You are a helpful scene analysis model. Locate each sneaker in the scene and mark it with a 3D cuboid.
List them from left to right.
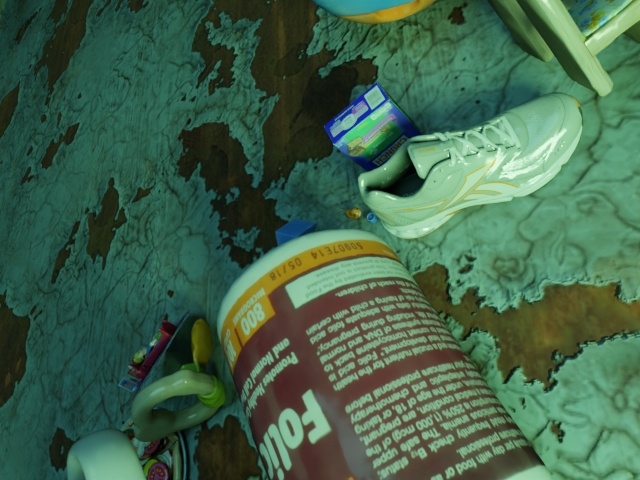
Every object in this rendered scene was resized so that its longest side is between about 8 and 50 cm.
[{"bbox_3d":[0.162,-0.090,0.572,0.262,0.121,0.099,-31,57,24],"label":"sneaker"}]

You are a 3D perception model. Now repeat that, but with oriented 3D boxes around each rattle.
[{"bbox_3d":[-0.246,0.224,0.745,0.199,0.130,0.143,-38,64,16],"label":"rattle"}]

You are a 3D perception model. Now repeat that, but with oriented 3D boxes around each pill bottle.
[{"bbox_3d":[0.063,0.195,0.464,0.224,0.224,0.392,-43,51,16],"label":"pill bottle"}]

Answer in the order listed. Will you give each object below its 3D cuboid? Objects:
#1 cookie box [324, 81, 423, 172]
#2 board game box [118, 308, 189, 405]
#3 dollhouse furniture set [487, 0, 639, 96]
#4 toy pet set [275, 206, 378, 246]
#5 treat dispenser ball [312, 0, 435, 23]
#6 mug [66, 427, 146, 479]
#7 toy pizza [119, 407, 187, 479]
[{"bbox_3d":[0.074,-0.144,0.669,0.091,0.107,0.040,-36,55,21],"label":"cookie box"},{"bbox_3d":[-0.265,0.171,0.783,0.133,0.033,0.169,-43,17,48],"label":"board game box"},{"bbox_3d":[0.308,-0.323,0.372,0.362,0.256,0.394,-40,27,21],"label":"dollhouse furniture set"},{"bbox_3d":[0.000,0.000,0.695,0.114,0.065,0.122,15,81,40],"label":"toy pet set"},{"bbox_3d":[0.075,-0.447,0.673,0.288,0.288,0.289,-15,64,32],"label":"treat dispenser ball"},{"bbox_3d":[-0.153,0.352,0.438,0.374,0.276,0.328,61,143,24],"label":"mug"},{"bbox_3d":[-0.285,0.366,0.785,0.201,0.032,0.202,-15,64,32],"label":"toy pizza"}]
